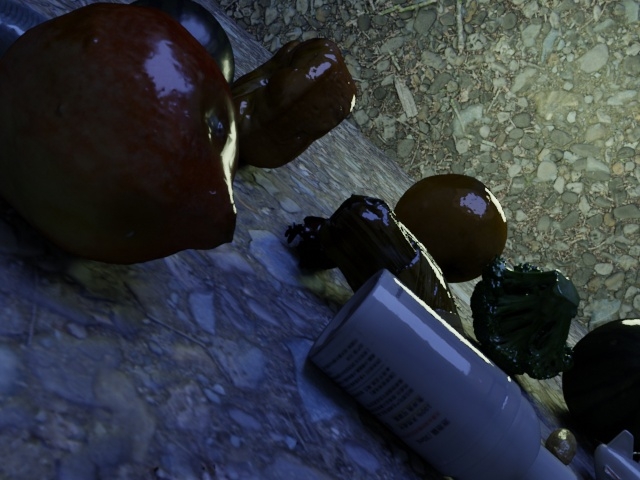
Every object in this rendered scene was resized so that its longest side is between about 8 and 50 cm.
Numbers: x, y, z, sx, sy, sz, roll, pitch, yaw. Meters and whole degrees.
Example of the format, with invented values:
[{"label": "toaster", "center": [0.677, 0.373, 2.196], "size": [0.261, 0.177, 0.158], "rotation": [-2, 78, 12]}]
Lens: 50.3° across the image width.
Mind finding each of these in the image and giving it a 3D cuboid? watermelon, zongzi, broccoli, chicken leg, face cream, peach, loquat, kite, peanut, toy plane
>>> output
[{"label": "watermelon", "center": [-0.232, -0.266, 1.034], "size": [0.212, 0.212, 0.212], "rotation": [38, 15, -12]}, {"label": "zongzi", "center": [0.124, 0.096, 0.998], "size": [0.286, 0.134, 0.288], "rotation": [46, 17, -39]}, {"label": "broccoli", "center": [0.447, 0.163, 1.451], "size": [0.261, 0.241, 0.269], "rotation": [26, 44, -17]}, {"label": "chicken leg", "center": [0.000, 0.000, 1.139], "size": [0.105, 0.063, 0.234], "rotation": [46, 13, 0]}, {"label": "face cream", "center": [0.168, 0.204, 0.814], "size": [0.370, 0.145, 0.145], "rotation": [40, 15, -2]}, {"label": "peach", "center": [-0.174, -0.085, 0.632], "size": [0.257, 0.232, 0.232], "rotation": [32, 14, 6]}, {"label": "watermelon", "center": [0.670, 0.304, 1.451], "size": [0.279, 0.279, 0.359], "rotation": [46, -19, 16]}, {"label": "loquat", "center": [0.290, -0.023, 1.559], "size": [0.263, 0.263, 0.263], "rotation": [38, 15, -12]}, {"label": "kite", "center": [0.307, 0.130, 1.638], "size": [0.090, 0.004, 0.122], "rotation": [26, 22, -46]}, {"label": "peanut", "center": [0.419, 0.360, 1.187], "size": [0.054, 0.054, 0.113], "rotation": [46, 18, 17]}, {"label": "toy plane", "center": [0.584, 0.454, 1.202], "size": [0.245, 0.117, 0.244], "rotation": [38, 14, -11]}]

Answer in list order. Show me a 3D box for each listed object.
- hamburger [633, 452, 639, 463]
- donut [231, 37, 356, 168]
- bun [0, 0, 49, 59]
[{"label": "hamburger", "center": [0.674, 0.500, 1.402], "size": [0.140, 0.062, 0.133], "rotation": [52, 19, 28]}, {"label": "donut", "center": [-0.069, -0.264, 1.295], "size": [0.150, 0.299, 0.317], "rotation": [50, 35, -21]}, {"label": "bun", "center": [-0.387, -0.244, 0.829], "size": [0.141, 0.083, 0.141], "rotation": [28, 17, -9]}]
